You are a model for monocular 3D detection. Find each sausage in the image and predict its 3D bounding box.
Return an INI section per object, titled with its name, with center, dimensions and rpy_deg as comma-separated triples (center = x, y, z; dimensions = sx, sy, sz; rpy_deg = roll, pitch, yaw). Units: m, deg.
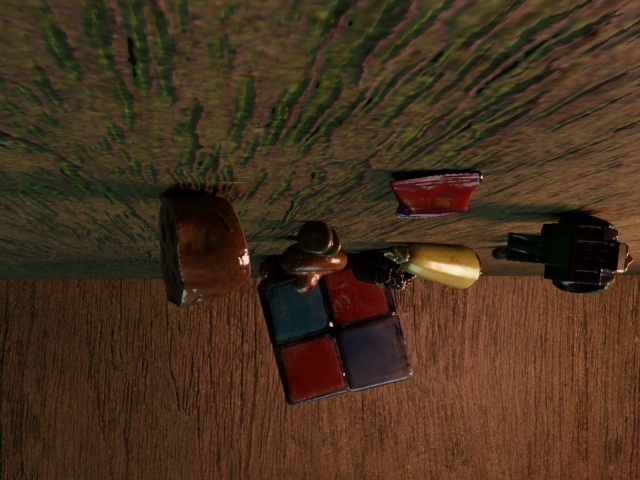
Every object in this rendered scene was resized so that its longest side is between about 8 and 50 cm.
[sausage]
center = -0.126, 0.080, 1.793
dimensions = 0.054, 0.059, 0.094
rpy_deg = 12, 177, 12

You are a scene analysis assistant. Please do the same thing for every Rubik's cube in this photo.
[Rubik's cube]
center = 0.044, 0.223, 1.738
dimensions = 0.313, 0.318, 0.316
rpy_deg = -14, 172, 3

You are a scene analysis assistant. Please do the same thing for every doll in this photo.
[doll]
center = 0.355, 0.019, 0.947
dimensions = 0.134, 0.106, 0.186
rpy_deg = 3, 178, 35

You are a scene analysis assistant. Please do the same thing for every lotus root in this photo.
[lotus root]
center = -0.126, 0.004, 0.709
dimensions = 0.081, 0.112, 0.122
rpy_deg = -13, -169, -19

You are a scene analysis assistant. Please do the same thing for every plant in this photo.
[plant]
center = 0.145, 0.064, 1.522
dimensions = 0.143, 0.092, 0.094
rpy_deg = 5, 173, 43

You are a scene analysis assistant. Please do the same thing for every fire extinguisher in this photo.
[fire extinguisher]
center = 0.403, 0.024, 1.471
dimensions = 0.038, 0.025, 0.083
rpy_deg = -38, -174, -16

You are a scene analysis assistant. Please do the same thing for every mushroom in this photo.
[mushroom]
center = -0.014, 0.036, 1.218
dimensions = 0.109, 0.085, 0.126
rpy_deg = -38, 162, 12

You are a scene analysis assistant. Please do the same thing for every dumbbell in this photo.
[dumbbell]
center = 0.000, 0.000, 1.019
dimensions = 0.052, 0.046, 0.118
rpy_deg = 3, 176, 9

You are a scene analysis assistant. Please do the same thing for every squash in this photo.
[squash]
center = 0.216, 0.042, 1.381
dimensions = 0.224, 0.094, 0.094
rpy_deg = 11, 169, -35

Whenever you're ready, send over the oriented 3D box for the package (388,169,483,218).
[package]
center = 0.115, -0.043, 0.697
dimensions = 0.083, 0.022, 0.200
rpy_deg = -2, 173, 8
